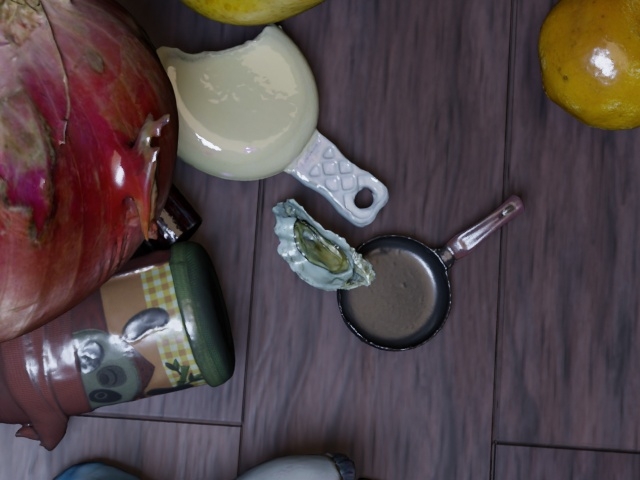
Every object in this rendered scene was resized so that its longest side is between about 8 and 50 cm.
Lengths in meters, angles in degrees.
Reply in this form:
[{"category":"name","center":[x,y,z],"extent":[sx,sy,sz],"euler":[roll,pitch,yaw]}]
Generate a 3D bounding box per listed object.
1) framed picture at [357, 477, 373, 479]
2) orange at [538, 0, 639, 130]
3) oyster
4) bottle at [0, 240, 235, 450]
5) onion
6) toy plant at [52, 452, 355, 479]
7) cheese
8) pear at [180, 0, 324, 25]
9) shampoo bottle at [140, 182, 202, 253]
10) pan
[{"category":"framed picture","center":[0.131,0.356,1.213],"extent":[0.265,0.018,0.192],"euler":[19,78,-9]},{"category":"orange","center":[0.288,-0.183,1.269],"extent":[0.155,0.134,0.154],"euler":[13,63,-28]},{"category":"oyster","center":[0.000,0.000,1.202],"extent":[0.037,0.098,0.100],"euler":[-35,106,-37]},{"category":"bottle","center":[-0.216,0.097,1.109],"extent":[0.271,0.143,0.156],"euler":[-15,77,1]},{"category":"onion","center":[-0.272,-0.074,0.948],"extent":[0.354,0.353,0.353],"euler":[2,82,-12]},{"category":"toy plant","center":[-0.142,0.288,1.064],"extent":[0.332,0.247,0.247],"euler":[3,82,-9]},{"category":"cheese","center":[-0.059,-0.096,1.208],"extent":[0.163,0.071,0.249],"euler":[-32,91,-14]},{"category":"pear","center":[-0.044,-0.356,1.132],"extent":[0.314,0.314,0.314],"euler":[2,82,-12]},{"category":"shampoo bottle","center":[-0.216,-0.101,1.157],"extent":[0.104,0.104,0.278],"euler":[-40,91,-14]},{"category":"pan","center":[0.110,0.022,1.241],"extent":[0.212,0.040,0.115],"euler":[-37,90,-7]}]
